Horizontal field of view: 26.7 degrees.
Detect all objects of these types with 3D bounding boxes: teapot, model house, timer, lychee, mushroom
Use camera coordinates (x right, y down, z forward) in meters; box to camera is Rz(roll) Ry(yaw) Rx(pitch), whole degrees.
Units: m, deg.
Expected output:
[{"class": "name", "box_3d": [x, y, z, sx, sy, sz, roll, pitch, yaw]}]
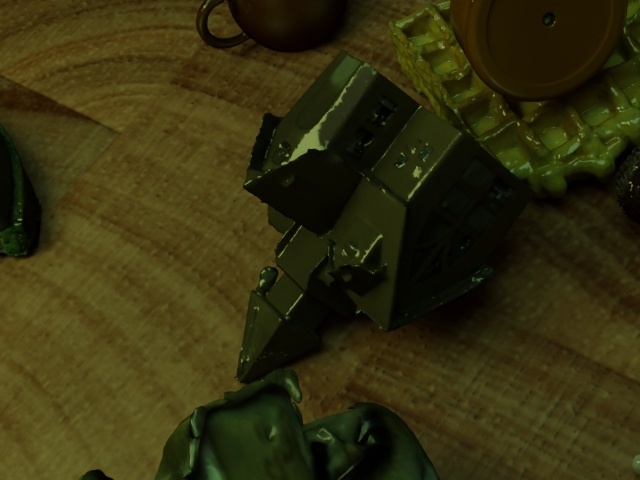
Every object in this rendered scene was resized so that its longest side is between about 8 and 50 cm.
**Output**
[{"class": "teapot", "box_3d": [-0.038, -0.232, 1.200, 0.173, 0.116, 0.116, -34, 53, -9]}, {"class": "model house", "box_3d": [0.000, 0.000, 0.998, 0.248, 0.176, 0.181, -54, 42, 4]}, {"class": "timer", "box_3d": [0.147, -0.195, 1.056, 0.132, 0.132, 0.152, -27, 32, -4]}, {"class": "lychee", "box_3d": [0.253, -0.046, 1.006, 0.067, 0.068, 0.083, -4, 35, 37]}, {"class": "mushroom", "box_3d": [-0.055, 0.211, 0.851, 0.267, 0.164, 0.189, -23, 71, -46]}]

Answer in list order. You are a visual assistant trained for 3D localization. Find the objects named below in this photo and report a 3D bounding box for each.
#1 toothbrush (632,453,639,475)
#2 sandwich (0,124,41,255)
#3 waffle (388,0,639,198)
[{"class": "toothbrush", "box_3d": [0.318, 0.186, 0.849, 0.257, 0.018, 0.024, 19, 59, 27]}, {"class": "sandwich", "box_3d": [-0.345, -0.070, 1.186, 0.159, 0.079, 0.235, -23, 52, -2]}, {"class": "waffle", "box_3d": [0.200, -0.145, 1.100, 0.219, 0.057, 0.229, -29, 54, -5]}]
